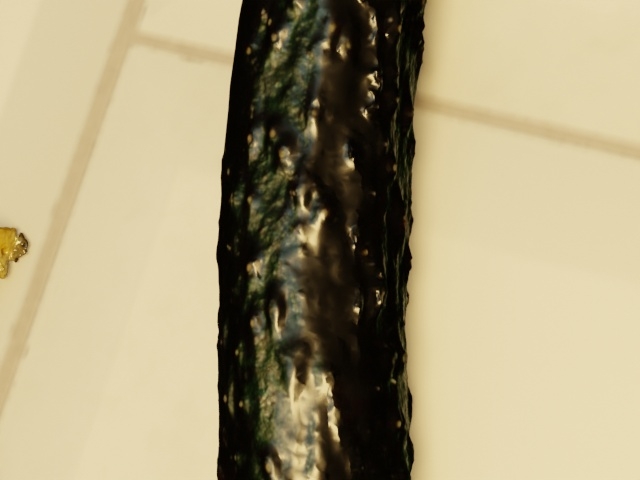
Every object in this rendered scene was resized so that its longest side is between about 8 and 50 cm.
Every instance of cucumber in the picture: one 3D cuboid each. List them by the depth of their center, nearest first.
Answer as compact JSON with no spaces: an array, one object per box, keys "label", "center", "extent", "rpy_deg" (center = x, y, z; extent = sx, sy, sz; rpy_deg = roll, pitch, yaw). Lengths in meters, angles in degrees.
[{"label":"cucumber","center":[0.000,0.000,0.683],"extent":[0.081,0.072,0.303],"rpy_deg":[0,77,28]}]

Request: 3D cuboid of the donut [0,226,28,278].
[{"label":"donut","center":[-0.152,0.031,0.778],"extent":[0.083,0.038,0.067],"rpy_deg":[-34,60,19]}]
